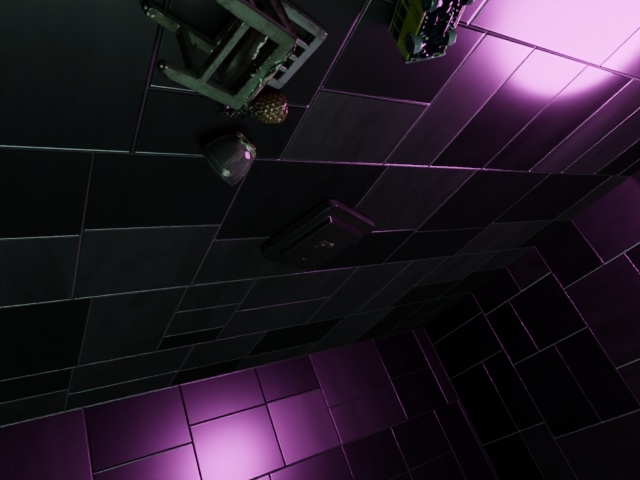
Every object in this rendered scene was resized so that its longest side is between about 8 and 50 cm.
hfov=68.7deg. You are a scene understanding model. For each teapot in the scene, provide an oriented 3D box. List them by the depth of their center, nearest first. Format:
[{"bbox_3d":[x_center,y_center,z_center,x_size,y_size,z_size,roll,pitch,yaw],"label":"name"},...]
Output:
[{"bbox_3d":[-0.171,-0.166,0.907,0.090,0.124,0.092,-39,112,-1],"label":"teapot"}]

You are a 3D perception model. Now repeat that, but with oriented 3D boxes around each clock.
[{"bbox_3d":[0.000,0.001,1.374,0.273,0.049,0.278,-34,152,22],"label":"clock"}]

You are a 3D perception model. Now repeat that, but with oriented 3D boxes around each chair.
[{"bbox_3d":[-0.094,-0.274,0.671,0.136,0.147,0.270,-38,149,27],"label":"chair"}]

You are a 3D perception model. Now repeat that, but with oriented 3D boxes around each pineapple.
[{"bbox_3d":[-0.122,-0.238,0.828,0.124,0.058,0.058,-2,147,-26],"label":"pineapple"}]

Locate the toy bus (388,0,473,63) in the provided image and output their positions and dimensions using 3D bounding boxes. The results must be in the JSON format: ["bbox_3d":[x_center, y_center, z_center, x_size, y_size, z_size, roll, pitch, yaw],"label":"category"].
[{"bbox_3d":[0.175,-0.380,0.741,0.088,0.101,0.175,-16,158,-15],"label":"toy bus"}]
